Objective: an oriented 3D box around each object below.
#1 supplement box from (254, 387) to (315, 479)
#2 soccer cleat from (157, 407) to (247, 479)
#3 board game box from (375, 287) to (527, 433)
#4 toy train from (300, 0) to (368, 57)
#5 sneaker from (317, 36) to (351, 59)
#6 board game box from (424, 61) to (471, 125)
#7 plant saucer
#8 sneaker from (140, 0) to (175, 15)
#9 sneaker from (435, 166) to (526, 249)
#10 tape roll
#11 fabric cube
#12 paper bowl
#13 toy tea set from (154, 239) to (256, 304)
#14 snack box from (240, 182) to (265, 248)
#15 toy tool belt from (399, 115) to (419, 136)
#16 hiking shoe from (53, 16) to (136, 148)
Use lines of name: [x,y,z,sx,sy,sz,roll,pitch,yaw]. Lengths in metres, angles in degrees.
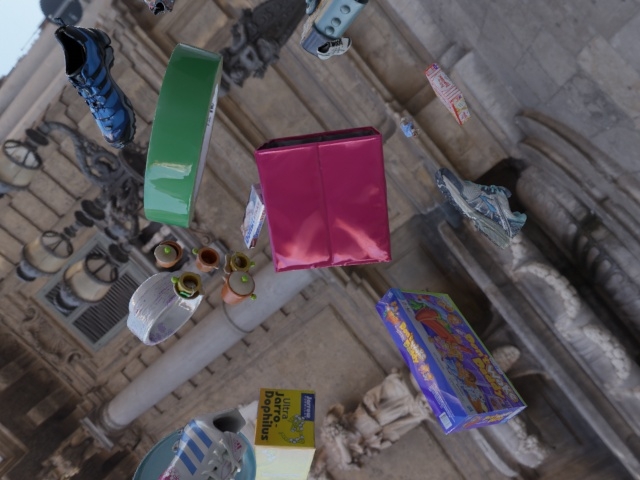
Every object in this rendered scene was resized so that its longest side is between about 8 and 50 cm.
supplement box: [-0.129,0.690,1.541,0.195,0.357,0.194,4,-136,-5]
soccer cleat: [-0.205,0.415,0.780,0.331,0.143,0.116,-108,-7,-72]
board game box: [0.311,0.279,1.087,0.233,0.078,0.347,10,-142,-37]
toy train: [0.054,-0.697,1.303,0.142,0.334,0.191,19,-114,-25]
sneaker: [0.031,-0.442,1.007,0.032,0.083,0.037,69,-165,7]
board game box: [0.422,-0.479,1.454,0.147,0.045,0.193,60,-162,23]
plant saucer: [-0.323,0.616,1.141,0.317,0.318,0.043,43,166,-24]
sneaker: [-0.442,-0.629,1.158,0.157,0.065,0.061,21,-171,33]
sneaker: [0.422,-0.109,1.162,0.283,0.122,0.110,40,-169,-14]
tape roll: [-0.248,-0.187,0.814,0.077,0.322,0.321,12,-152,-14]
fabric cube: [0.013,-0.103,0.986,0.254,0.258,0.259,-85,-12,-71]
paper bowl: [-0.576,0.229,1.614,0.148,0.284,0.284,36,-167,12]
toy tea set: [-0.346,0.087,1.380,0.335,0.124,0.200,11,-128,-30]
snack box: [-0.162,-0.057,1.074,0.022,0.178,0.064,-14,-119,-29]
toy tool belt: [0.296,-0.370,1.474,0.083,0.052,0.051,51,-138,-31]
hiking shoe: [-0.564,-0.373,1.091,0.132,0.113,0.304,-34,-72,-67]
